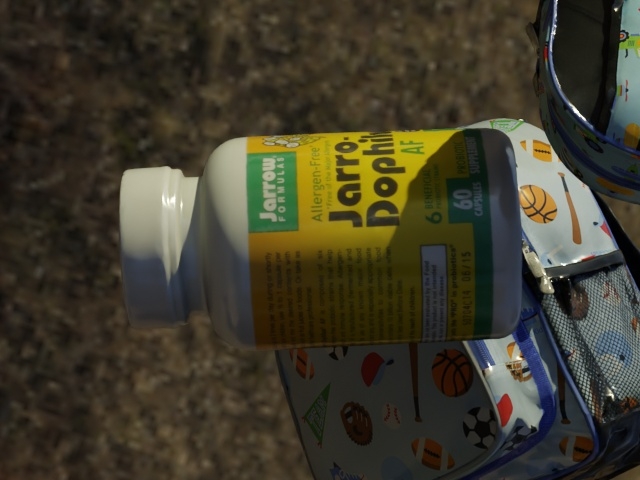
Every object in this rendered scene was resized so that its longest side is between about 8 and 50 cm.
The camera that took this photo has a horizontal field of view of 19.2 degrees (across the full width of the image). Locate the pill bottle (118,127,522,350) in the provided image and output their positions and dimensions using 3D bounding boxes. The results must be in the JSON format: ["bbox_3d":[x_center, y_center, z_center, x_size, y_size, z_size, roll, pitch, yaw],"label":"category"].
[{"bbox_3d":[0.000,0.000,1.024,0.117,0.208,0.117,-2,90,-89],"label":"pill bottle"}]

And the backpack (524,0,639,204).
[{"bbox_3d":[0.178,-0.083,0.936,0.117,0.158,0.173,102,0,-54],"label":"backpack"}]

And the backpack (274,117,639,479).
[{"bbox_3d":[0.089,0.056,1.276,0.213,0.276,0.263,0,65,-44],"label":"backpack"}]
